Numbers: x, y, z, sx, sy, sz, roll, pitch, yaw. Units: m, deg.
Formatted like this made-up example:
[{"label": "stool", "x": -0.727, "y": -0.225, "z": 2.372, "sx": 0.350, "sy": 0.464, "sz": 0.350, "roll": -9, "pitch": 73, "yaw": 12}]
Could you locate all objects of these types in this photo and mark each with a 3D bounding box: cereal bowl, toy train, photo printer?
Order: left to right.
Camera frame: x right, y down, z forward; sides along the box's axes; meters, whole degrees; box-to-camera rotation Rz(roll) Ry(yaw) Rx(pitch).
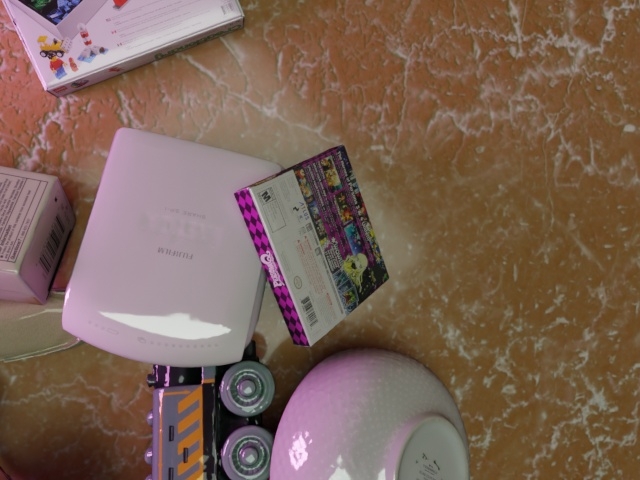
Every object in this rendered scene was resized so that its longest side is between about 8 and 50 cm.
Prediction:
[{"label": "photo printer", "x": -0.197, "y": 0.016, "z": 0.705, "sx": 0.256, "sy": 0.107, "sz": 0.307, "roll": 13, "pitch": 73, "yaw": -9}, {"label": "toy train", "x": -0.155, "y": 0.308, "z": 0.720, "sx": 0.190, "sy": 0.142, "sz": 0.334, "roll": -3, "pitch": 73, "yaw": -7}, {"label": "cereal bowl", "x": 0.104, "y": 0.320, "z": 0.708, "sx": 0.339, "sy": 0.141, "sz": 0.339, "roll": 10, "pitch": 75, "yaw": -40}]

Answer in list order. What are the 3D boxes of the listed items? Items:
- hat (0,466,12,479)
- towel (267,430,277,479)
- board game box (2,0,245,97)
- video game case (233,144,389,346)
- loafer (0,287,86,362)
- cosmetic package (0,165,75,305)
[{"label": "hat", "x": -0.533, "y": 0.308, "z": 0.749, "sx": 0.173, "sy": 0.183, "sz": 0.208, "roll": -22, "pitch": 54, "yaw": -5}, {"label": "towel", "x": -0.071, "y": 0.410, "z": 0.820, "sx": 0.275, "sy": 0.031, "sz": 0.199, "roll": -11, "pitch": 93, "yaw": -8}, {"label": "board game box", "x": -0.289, "y": -0.359, "z": 0.739, "sx": 0.305, "sy": 0.053, "sz": 0.193, "roll": -23, "pitch": 97, "yaw": -7}, {"label": "video game case", "x": 0.000, "y": 0.000, "z": 0.734, "sx": 0.210, "sy": 0.042, "sz": 0.232, "roll": -34, "pitch": 109, "yaw": -43}, {"label": "loafer", "x": -0.450, "y": 0.127, "z": 0.717, "sx": 0.268, "sy": 0.092, "sz": 0.102, "roll": -7, "pitch": 94, "yaw": -8}, {"label": "cosmetic package", "x": -0.506, "y": -0.021, "z": 0.661, "sx": 0.296, "sy": 0.129, "sz": 0.153, "roll": 12, "pitch": 62, "yaw": -9}]
